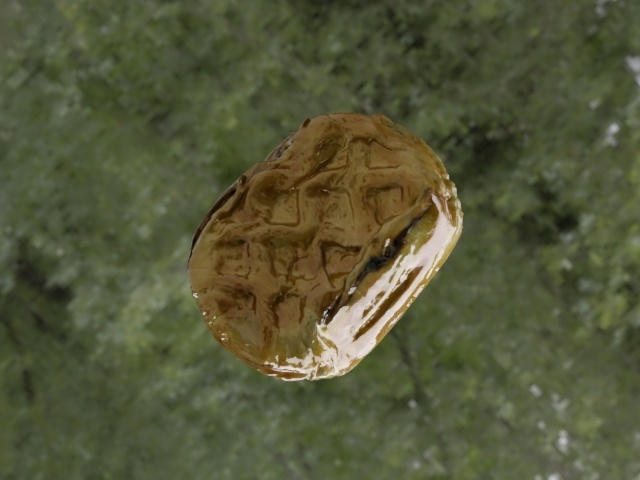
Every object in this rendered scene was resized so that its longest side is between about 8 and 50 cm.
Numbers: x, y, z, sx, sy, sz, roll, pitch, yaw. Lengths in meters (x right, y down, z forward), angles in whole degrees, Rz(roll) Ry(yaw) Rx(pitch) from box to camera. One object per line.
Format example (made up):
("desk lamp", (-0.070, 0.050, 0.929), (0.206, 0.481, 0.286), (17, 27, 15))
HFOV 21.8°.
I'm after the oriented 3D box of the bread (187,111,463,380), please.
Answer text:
("bread", (0.000, 0.000, 0.636), (0.110, 0.083, 0.044), (-48, 160, -3))
